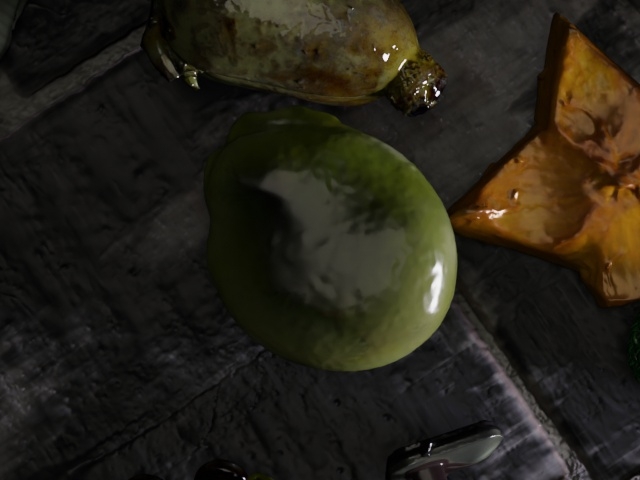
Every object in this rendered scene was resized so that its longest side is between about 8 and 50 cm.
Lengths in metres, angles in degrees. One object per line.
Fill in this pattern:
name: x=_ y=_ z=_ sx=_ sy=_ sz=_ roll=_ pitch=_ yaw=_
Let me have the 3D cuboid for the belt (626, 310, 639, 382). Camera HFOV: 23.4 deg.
belt: x=0.380 y=0.101 z=1.535 sx=0.151 sy=0.079 sz=0.121 roll=-20 pitch=106 yaw=-1

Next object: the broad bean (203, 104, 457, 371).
broad bean: x=0.000 y=0.000 z=1.546 sx=0.291 sy=0.119 sz=0.238 roll=43 pitch=91 yaw=8

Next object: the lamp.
lamp: x=0.196 y=0.306 z=1.508 sx=0.203 sy=0.124 sz=0.283 roll=-20 pitch=86 yaw=-8

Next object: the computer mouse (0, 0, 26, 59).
computer mouse: x=-0.399 y=-0.329 z=1.596 sx=0.228 sy=0.145 sz=0.429 roll=29 pitch=87 yaw=8

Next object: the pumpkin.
pumpkin: x=0.305 y=-0.062 z=1.543 sx=0.290 sy=0.095 sz=0.258 roll=28 pitch=100 yaw=8

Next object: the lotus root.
lotus root: x=-0.021 y=-0.207 z=1.550 sx=0.309 sy=0.173 sz=0.173 roll=14 pitch=85 yaw=-1

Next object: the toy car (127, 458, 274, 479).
toy car: x=-0.135 y=0.327 z=1.501 sx=0.248 sy=0.200 sz=0.142 roll=-11 pitch=114 yaw=15
